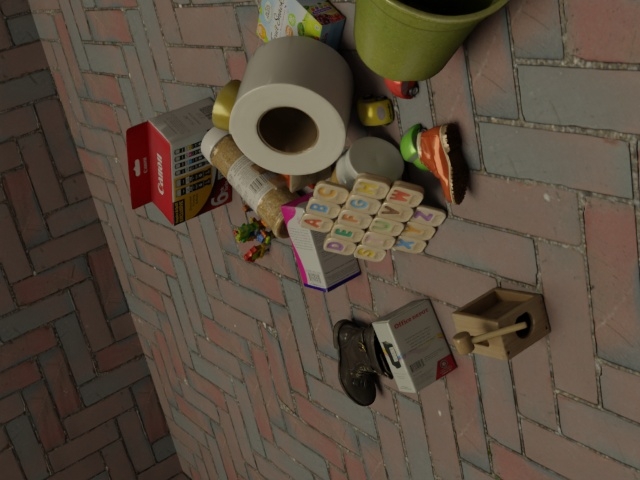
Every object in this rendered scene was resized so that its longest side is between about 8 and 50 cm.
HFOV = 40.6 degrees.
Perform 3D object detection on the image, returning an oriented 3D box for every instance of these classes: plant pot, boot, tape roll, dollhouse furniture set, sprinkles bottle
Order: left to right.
[{"bbox_3d":[-0.196,-0.327,2.188,0.095,0.134,0.134,28,138,21],"label":"plant pot"},{"bbox_3d":[-0.172,-0.160,2.268,0.355,0.121,0.121,48,147,27],"label":"sprinkles bottle"},{"bbox_3d":[-0.091,-0.231,2.067,0.259,0.135,0.262,41,144,35],"label":"dollhouse furniture set"},{"bbox_3d":[-0.056,-0.282,1.819,0.246,0.169,0.246,6,138,6],"label":"tape roll"},{"bbox_3d":[0.122,0.316,2.175,0.229,0.091,0.263,6,116,65],"label":"boot"},{"bbox_3d":[0.162,-0.402,1.434,0.276,0.276,0.254,56,161,14],"label":"plant pot"},{"bbox_3d":[0.234,-0.144,1.675,0.084,0.059,0.158,-5,101,40],"label":"boot"}]

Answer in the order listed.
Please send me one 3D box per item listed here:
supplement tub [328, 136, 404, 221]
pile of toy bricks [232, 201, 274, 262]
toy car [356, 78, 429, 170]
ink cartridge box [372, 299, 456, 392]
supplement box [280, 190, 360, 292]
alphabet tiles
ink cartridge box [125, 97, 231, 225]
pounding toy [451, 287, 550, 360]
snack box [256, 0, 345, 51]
[{"bbox_3d":[0.090,-0.114,1.858,0.144,0.144,0.200,54,149,18],"label":"supplement tub"},{"bbox_3d":[-0.199,-0.031,2.429,0.118,0.105,0.212,51,148,23],"label":"pile of toy bricks"},{"bbox_3d":[0.163,-0.235,1.740,0.225,0.053,0.239,61,151,7],"label":"toy car"},{"bbox_3d":[0.212,0.236,1.955,0.072,0.127,0.175,-12,101,63],"label":"ink cartridge box"},{"bbox_3d":[0.000,0.000,2.127,0.111,0.114,0.220,11,123,56],"label":"supplement box"},{"bbox_3d":[0.107,-0.041,1.813,0.284,0.278,0.021,117,164,-55],"label":"alphabet tiles"},{"bbox_3d":[-0.393,-0.207,2.435,0.130,0.272,0.309,44,146,32],"label":"ink cartridge box"},{"bbox_3d":[0.334,0.181,1.633,0.181,0.206,0.094,7,119,56],"label":"pounding toy"},{"bbox_3d":[-0.048,-0.466,1.882,0.207,0.070,0.174,50,148,26],"label":"snack box"}]
